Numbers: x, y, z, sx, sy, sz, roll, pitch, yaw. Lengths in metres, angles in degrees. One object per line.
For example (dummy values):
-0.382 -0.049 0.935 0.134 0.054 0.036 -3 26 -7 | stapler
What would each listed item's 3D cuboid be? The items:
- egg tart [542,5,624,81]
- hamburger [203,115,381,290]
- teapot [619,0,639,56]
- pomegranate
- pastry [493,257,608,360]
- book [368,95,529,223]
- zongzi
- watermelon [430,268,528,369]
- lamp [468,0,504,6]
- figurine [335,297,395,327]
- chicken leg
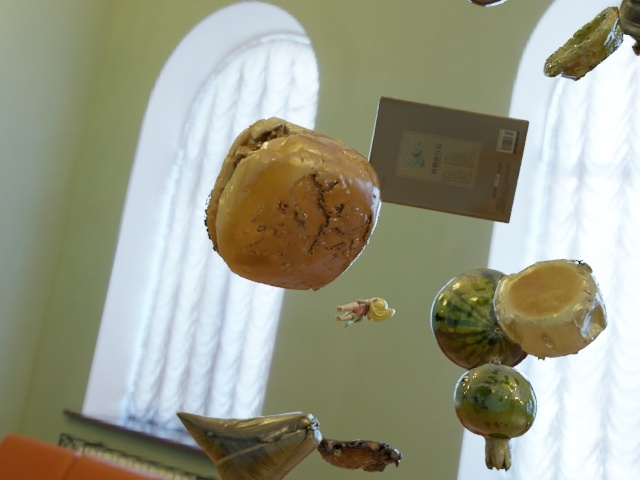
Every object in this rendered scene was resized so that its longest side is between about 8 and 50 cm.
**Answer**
0.535 -0.383 1.637 0.078 0.197 0.197 46 -13 -2 | egg tart
-0.046 -0.054 1.453 0.304 0.284 0.174 13 19 -32 | hamburger
0.750 -0.511 1.707 0.223 0.285 0.305 -17 40 -40 | teapot
0.395 0.391 1.836 0.202 0.248 0.202 3 -10 0 | pomegranate
0.337 0.097 1.194 0.165 0.166 0.088 3 -45 39 | pastry
0.256 -0.166 1.679 0.310 0.217 0.021 10 7 2 | book
-0.116 0.311 1.379 0.204 0.205 0.094 49 12 13 | zongzi
0.443 0.216 2.214 0.285 0.285 0.285 10 -9 2 | watermelon
0.468 -0.790 2.200 0.181 0.182 0.314 10 -53 3 | lamp
0.122 0.199 2.261 0.187 0.083 0.083 -1 0 -39 | figurine
0.044 0.432 1.695 0.253 0.051 0.106 16 -40 -8 | chicken leg
